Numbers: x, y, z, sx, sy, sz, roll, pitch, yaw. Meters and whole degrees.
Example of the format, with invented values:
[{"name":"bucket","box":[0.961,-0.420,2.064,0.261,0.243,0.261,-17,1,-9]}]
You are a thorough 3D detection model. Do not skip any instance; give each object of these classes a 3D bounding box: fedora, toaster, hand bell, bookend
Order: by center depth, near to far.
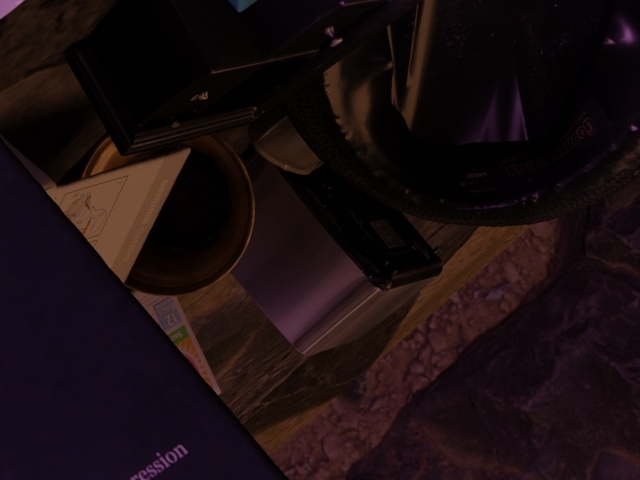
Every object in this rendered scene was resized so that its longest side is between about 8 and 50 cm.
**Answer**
[{"name":"bookend","box":[-0.043,-0.130,1.144,0.157,0.072,0.156,-33,174,29]},{"name":"fedora","box":[0.121,-0.174,1.292,0.334,0.334,0.152,-48,-159,32]},{"name":"hand bell","box":[-0.087,-0.041,1.401,0.126,0.126,0.242,-44,180,13]},{"name":"toaster","box":[0.000,0.000,1.606,0.110,0.168,0.186,-44,169,19]}]

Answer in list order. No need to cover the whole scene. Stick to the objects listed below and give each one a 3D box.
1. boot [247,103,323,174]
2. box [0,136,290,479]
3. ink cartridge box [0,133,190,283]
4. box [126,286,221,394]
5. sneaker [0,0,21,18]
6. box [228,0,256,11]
[{"name":"boot","box":[0.063,-0.132,1.506,0.190,0.076,0.208,8,130,-52]},{"name":"box","box":[-0.218,0.133,0.825,0.293,0.395,0.212,-32,166,-36]},{"name":"ink cartridge box","box":[-0.237,0.061,1.198,0.261,0.066,0.296,-26,151,-53]},{"name":"box","box":[-0.197,0.122,1.497,0.103,0.114,0.203,-17,-170,47]},{"name":"sneaker","box":[-0.121,-0.163,0.832,0.235,0.090,0.095,-41,178,10]},{"name":"box","box":[-0.017,-0.220,0.994,0.100,0.060,0.244,-38,168,-16]}]
